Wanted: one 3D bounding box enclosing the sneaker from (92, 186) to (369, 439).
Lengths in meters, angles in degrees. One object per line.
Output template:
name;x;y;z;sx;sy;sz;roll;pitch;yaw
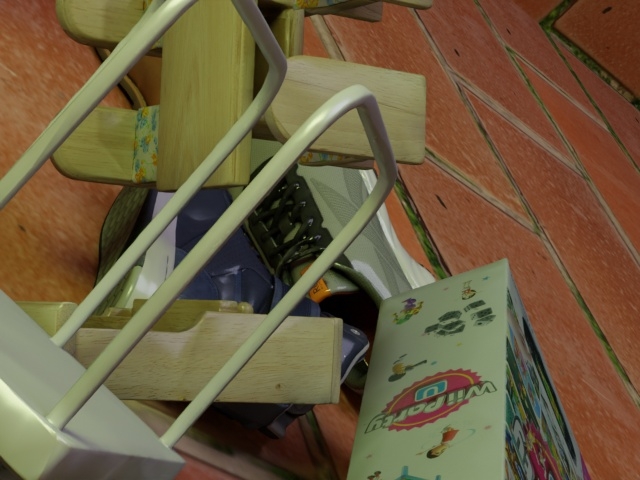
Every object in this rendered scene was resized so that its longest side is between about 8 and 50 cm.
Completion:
sneaker;-0.052;0.023;0.995;0.163;0.086;0.226;29;33;-18

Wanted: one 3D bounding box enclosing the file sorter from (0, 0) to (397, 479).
file sorter;-0.124;-0.059;0.616;0.277;0.173;0.193;42;-2;11

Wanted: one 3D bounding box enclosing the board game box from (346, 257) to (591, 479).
board game box;0.101;0.175;0.919;0.303;0.097;0.224;-73;142;-67

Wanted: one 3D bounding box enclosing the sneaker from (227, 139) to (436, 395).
sneaker;0.000;0.000;1.167;0.271;0.100;0.108;54;25;18

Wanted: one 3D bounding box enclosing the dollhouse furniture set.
dollhouse furniture set;-0.077;-0.044;0.794;0.161;0.212;0.242;5;85;-36

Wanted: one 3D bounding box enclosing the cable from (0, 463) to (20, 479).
cable;-0.077;0.200;0.603;0.257;0.089;0.257;45;19;-8

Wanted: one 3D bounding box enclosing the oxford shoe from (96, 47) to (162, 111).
oxford shoe;-0.114;-0.134;1.217;0.076;0.076;0.212;24;28;-47
